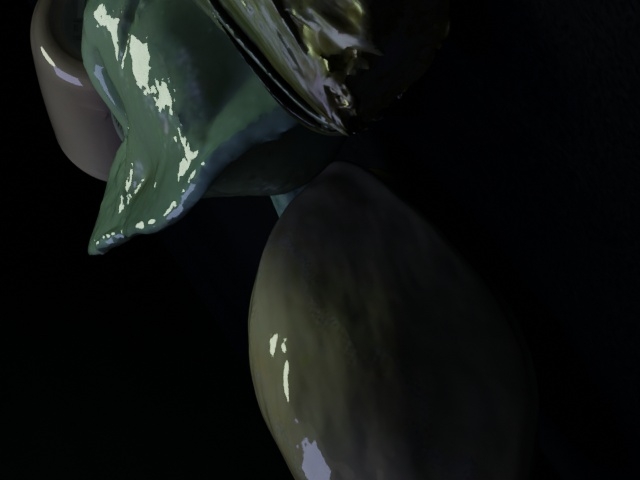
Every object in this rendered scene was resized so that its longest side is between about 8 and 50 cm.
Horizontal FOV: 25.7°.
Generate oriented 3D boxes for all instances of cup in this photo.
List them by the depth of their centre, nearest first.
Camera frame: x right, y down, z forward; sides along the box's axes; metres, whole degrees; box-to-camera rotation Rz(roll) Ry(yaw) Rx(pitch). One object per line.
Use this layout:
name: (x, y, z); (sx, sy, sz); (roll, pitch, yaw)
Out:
cup: (-0.188, -0.177, 1.527); (0.253, 0.191, 0.200); (26, 158, 12)

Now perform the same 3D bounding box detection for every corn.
corn: (-0.046, -0.192, 0.819); (0.305, 0.123, 0.122); (49, -171, 20)

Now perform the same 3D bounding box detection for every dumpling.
dumpling: (-0.067, -0.118, 1.006); (0.320, 0.212, 0.270); (0, -87, -84)

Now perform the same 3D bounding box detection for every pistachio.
pistachio: (0.050, 0.089, 1.044); (0.226, 0.208, 0.331); (-44, 53, 36)

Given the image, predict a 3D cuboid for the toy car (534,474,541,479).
toy car: (0.173, 0.271, 1.192); (0.301, 0.118, 0.193); (48, 163, 45)

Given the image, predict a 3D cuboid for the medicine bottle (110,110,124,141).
medicine bottle: (-0.119, -0.152, 1.295); (0.135, 0.135, 0.215); (58, 161, 5)

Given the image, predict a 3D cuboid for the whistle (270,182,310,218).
whistle: (0.000, 0.000, 1.400); (0.062, 0.062, 0.312); (49, 166, 46)
